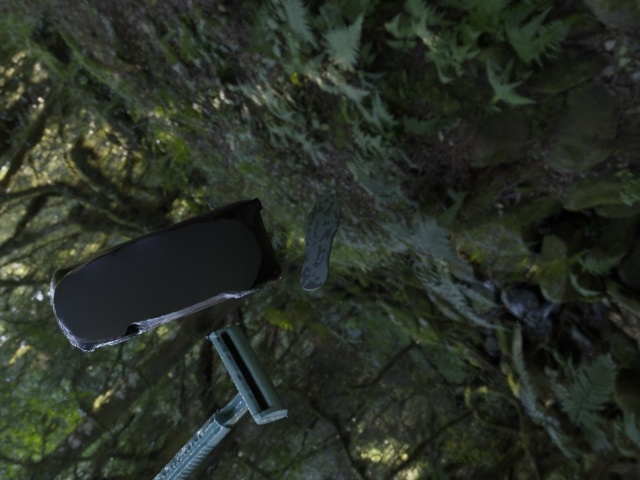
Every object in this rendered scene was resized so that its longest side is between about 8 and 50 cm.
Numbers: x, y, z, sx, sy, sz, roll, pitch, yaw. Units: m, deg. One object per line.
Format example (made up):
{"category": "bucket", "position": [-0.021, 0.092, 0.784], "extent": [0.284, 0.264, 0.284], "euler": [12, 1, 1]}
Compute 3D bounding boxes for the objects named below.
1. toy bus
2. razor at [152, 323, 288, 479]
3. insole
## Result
{"category": "toy bus", "position": [-0.206, 0.049, 0.896], "extent": [0.147, 0.303, 0.127], "euler": [119, 129, -85]}
{"category": "razor", "position": [-0.104, 0.164, 0.468], "extent": [0.036, 0.211, 0.084], "euler": [23, -159, -44]}
{"category": "insole", "position": [0.000, 0.000, 1.104], "extent": [0.065, 0.193, 0.006], "euler": [-8, 146, 25]}
